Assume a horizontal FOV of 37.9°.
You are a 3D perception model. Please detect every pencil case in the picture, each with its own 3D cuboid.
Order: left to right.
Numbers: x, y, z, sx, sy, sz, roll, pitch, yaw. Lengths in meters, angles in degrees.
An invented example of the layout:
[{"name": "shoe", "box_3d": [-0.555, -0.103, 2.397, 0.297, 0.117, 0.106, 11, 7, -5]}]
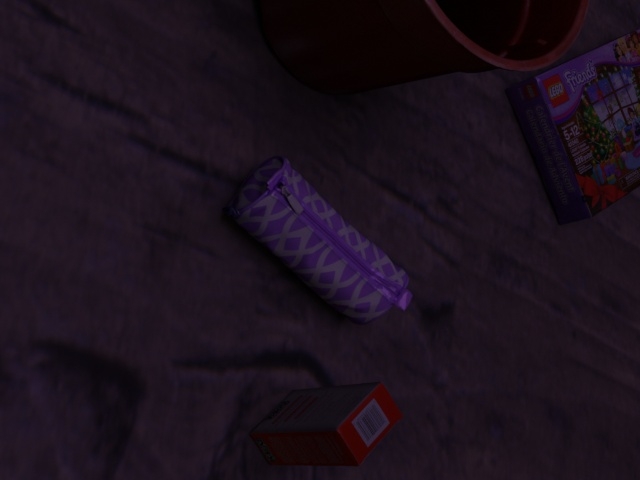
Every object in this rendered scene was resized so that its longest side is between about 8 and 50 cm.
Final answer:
[{"name": "pencil case", "box_3d": [0.000, 0.000, 0.953, 0.206, 0.088, 0.086, 41, 60, -24]}]

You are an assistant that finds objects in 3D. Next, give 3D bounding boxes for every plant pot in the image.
[{"name": "plant pot", "box_3d": [0.087, -0.274, 0.959, 0.272, 0.265, 0.272, 6, 80, -37]}]

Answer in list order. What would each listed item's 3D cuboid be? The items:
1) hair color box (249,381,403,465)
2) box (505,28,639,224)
[{"name": "hair color box", "box_3d": [0.003, 0.175, 0.882, 0.072, 0.141, 0.043, -40, 105, -36]}, {"name": "box", "box_3d": [0.400, -0.167, 1.310, 0.293, 0.057, 0.200, -28, 97, -38]}]
